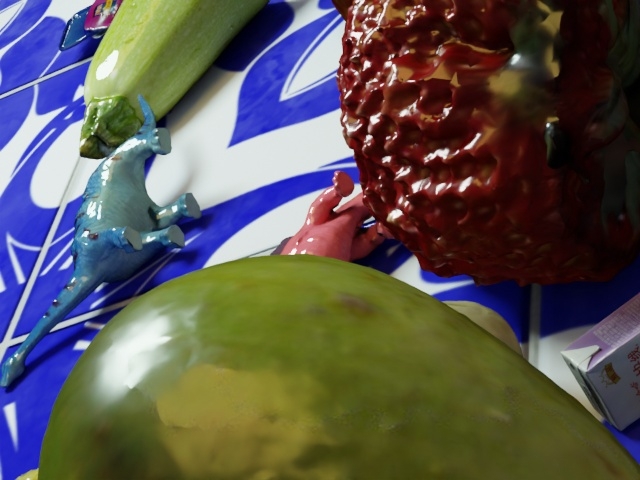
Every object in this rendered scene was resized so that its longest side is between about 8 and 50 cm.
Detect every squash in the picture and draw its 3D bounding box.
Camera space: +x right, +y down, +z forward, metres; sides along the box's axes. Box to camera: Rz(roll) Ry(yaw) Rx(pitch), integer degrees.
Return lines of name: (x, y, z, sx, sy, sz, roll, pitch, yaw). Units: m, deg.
squash: (-0.174, -0.188, 1.539, 0.137, 0.137, 0.287, 8, 53, 48)

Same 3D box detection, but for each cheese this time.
cheese: (-0.188, -0.277, 1.731, 0.244, 0.062, 0.155, -21, 35, 22)

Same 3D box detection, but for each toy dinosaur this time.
toy dinosaur: (-0.006, 0.005, 1.180, 0.139, 0.070, 0.286, -33, 20, 48)
toy dinosaur: (-0.166, -0.018, 1.331, 0.144, 0.076, 0.329, -14, 45, 42)

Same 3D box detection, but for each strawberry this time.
strawberry: (0.101, -0.094, 1.018, 0.257, 0.261, 0.261, -7, 39, 25)

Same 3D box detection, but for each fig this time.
fig: (0.019, 0.137, 0.766, 0.326, 0.258, 0.258, 10, 50, 34)

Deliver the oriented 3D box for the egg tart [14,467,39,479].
egg tart: (-0.169, 0.215, 0.966, 0.290, 0.107, 0.291, -23, 33, 16)

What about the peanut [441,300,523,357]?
peanut: (0.021, 0.079, 0.980, 0.236, 0.110, 0.120, -6, 31, 36)

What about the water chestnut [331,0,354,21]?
water chestnut: (0.136, -0.258, 1.224, 0.289, 0.244, 0.289, -18, 52, 25)

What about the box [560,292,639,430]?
box: (0.201, 0.054, 0.902, 0.117, 0.051, 0.036, -37, 23, -4)
